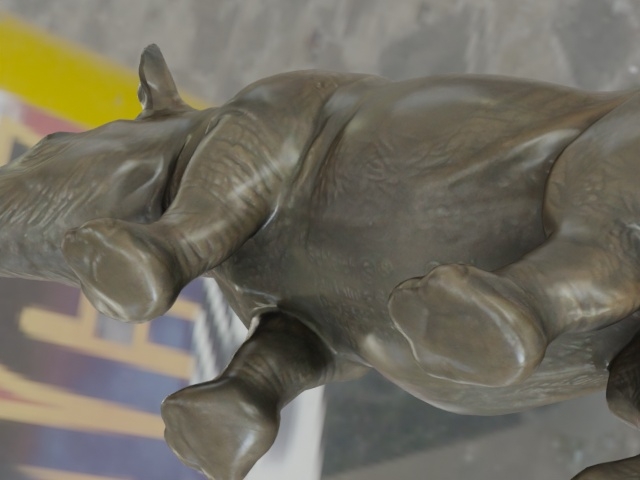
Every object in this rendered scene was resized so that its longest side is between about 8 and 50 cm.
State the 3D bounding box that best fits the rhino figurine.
[{"bbox_3d":[0.000,0.000,0.423,0.243,0.106,0.073,10,126,41],"label":"rhino figurine"}]
